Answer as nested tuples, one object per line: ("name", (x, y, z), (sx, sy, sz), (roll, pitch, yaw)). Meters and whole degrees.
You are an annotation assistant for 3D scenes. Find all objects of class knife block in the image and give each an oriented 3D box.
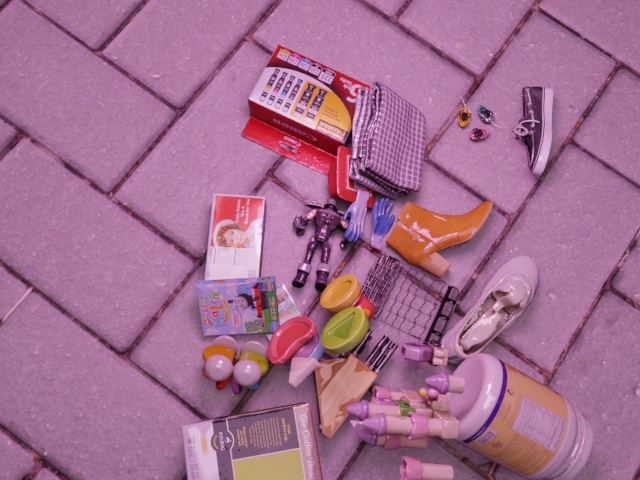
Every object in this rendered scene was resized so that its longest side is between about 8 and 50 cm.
("knife block", (0.103, 0.385, 1.767), (0.242, 0.088, 0.275), (-6, 76, -4))

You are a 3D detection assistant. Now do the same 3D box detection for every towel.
("towel", (0.197, -0.280, 1.856), (0.121, 0.235, 0.283), (-6, 70, 41))

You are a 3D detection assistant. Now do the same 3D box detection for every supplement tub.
("supplement tub", (0.502, 0.466, 1.677), (0.331, 0.241, 0.241), (30, 76, -9))

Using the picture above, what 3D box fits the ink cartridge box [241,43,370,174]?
("ink cartridge box", (-0.047, -0.385, 1.929), (0.310, 0.130, 0.271), (25, 77, 2))

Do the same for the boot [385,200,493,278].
("boot", (0.343, -0.056, 1.883), (0.211, 0.104, 0.295), (39, 81, 7))

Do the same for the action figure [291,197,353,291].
("action figure", (0.000, 0.000, 1.858), (0.185, 0.099, 0.285), (14, 72, 8))

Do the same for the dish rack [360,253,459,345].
("dish rack", (0.246, 0.171, 1.840), (0.272, 0.074, 0.208), (26, 75, 5))

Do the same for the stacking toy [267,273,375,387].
("stacking toy", (0.027, 0.264, 1.684), (0.309, 0.279, 0.130), (-39, 115, 5))

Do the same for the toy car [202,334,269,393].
("toy car", (-0.231, 0.348, 1.743), (0.182, 0.159, 0.136), (10, 110, -1))

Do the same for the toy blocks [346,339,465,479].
("toy blocks", (0.187, 0.416, 1.638), (0.260, 0.288, 0.308), (7, 92, -7))

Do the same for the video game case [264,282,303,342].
("video game case", (-0.115, 0.220, 1.834), (0.119, 0.015, 0.166), (-29, 80, -9))

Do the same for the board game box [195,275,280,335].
("board game box", (-0.224, 0.180, 1.773), (0.212, 0.039, 0.160), (-3, 113, 3))

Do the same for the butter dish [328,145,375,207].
("butter dish", (0.074, -0.175, 1.897), (0.160, 0.118, 0.159), (14, 70, -43))

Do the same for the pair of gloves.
("pair of gloves", (0.140, -0.060, 1.857), (0.198, 0.023, 0.159), (19, 81, -40))

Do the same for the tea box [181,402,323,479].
("tea box", (-0.159, 0.599, 1.632), (0.324, 0.220, 0.328), (-8, 77, -4))

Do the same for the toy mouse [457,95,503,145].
("toy mouse", (0.493, -0.360, 2.003), (0.143, 0.031, 0.161), (9, 76, -1))

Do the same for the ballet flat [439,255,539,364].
("ballet flat", (0.498, 0.196, 1.815), (0.139, 0.139, 0.400), (44, 78, 8))

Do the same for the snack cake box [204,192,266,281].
("snack cake box", (-0.240, 0.006, 1.842), (0.152, 0.089, 0.264), (4, 76, 0))

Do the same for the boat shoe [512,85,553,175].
("boat shoe", (0.642, -0.340, 1.967), (0.105, 0.113, 0.306), (9, 73, 6))
